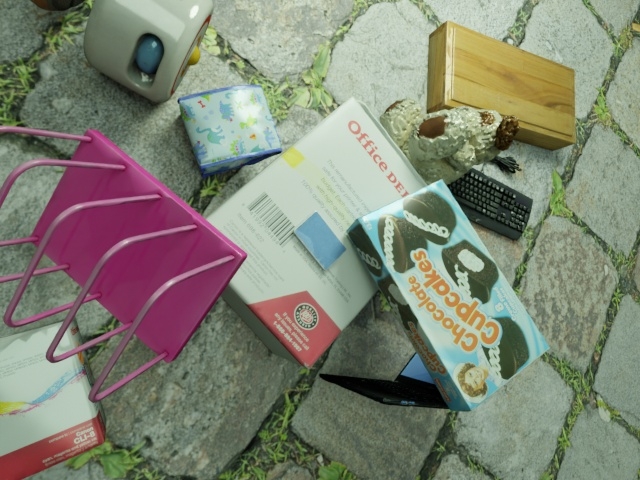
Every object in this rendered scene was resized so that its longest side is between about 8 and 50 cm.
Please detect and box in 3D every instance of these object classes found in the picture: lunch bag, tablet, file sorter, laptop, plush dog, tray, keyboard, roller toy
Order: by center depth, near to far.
[{"bbox_3d":[-0.290,0.019,0.566,0.291,0.182,0.202,39,105,7],"label":"file sorter"},{"bbox_3d":[0.000,0.000,0.707,0.054,0.006,0.083,-43,103,-22],"label":"tablet"},{"bbox_3d":[-0.259,-0.325,0.707,0.146,0.209,0.191,28,87,-20],"label":"roller toy"},{"bbox_3d":[-0.156,-0.195,0.786,0.151,0.096,0.129,-19,93,-11],"label":"lunch bag"},{"bbox_3d":[0.170,0.213,0.811,0.264,0.234,0.136,13,78,-22],"label":"laptop"},{"bbox_3d":[0.271,-0.192,0.904,0.225,0.262,0.210,-22,118,-4],"label":"plush dog"},{"bbox_3d":[0.382,-0.140,1.057,0.317,0.033,0.201,21,76,-21],"label":"keyboard"},{"bbox_3d":[0.449,-0.364,1.089,0.411,0.076,0.203,7,81,-24],"label":"tray"}]

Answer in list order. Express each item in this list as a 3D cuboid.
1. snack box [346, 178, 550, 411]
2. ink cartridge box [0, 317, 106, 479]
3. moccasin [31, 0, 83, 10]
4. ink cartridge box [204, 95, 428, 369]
[{"bbox_3d":[0.200,0.077,0.714,0.187,0.060,0.322,-25,79,-25],"label":"snack box"},{"bbox_3d":[-0.388,0.208,0.622,0.127,0.128,0.176,-18,92,-24],"label":"ink cartridge box"},{"bbox_3d":[-0.402,-0.533,0.694,0.147,0.139,0.380,9,80,-22],"label":"moccasin"},{"bbox_3d":[-0.009,-0.019,0.798,0.385,0.160,0.279,-44,102,-22],"label":"ink cartridge box"}]
